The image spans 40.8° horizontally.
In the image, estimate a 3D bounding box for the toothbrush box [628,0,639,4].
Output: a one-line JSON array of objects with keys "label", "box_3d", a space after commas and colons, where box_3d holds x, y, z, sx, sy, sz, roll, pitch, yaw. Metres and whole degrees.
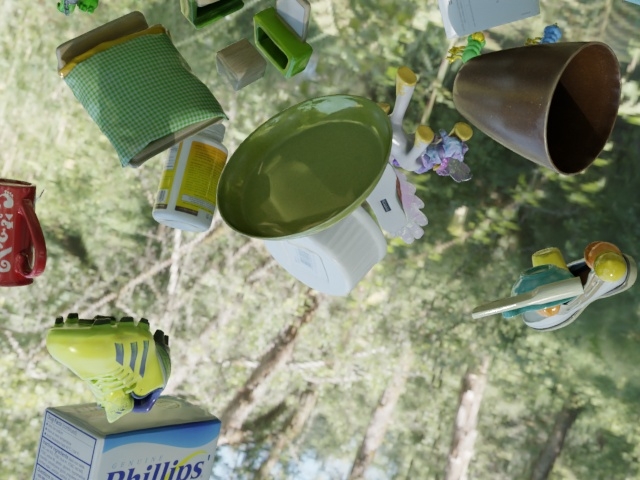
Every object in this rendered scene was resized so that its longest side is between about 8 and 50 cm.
[{"label": "toothbrush box", "box_3d": [0.661, -0.566, 1.643, 0.296, 0.126, 0.216, 18, 146, -3]}]

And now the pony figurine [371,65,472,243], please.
[{"label": "pony figurine", "box_3d": [0.212, -0.215, 2.092, 0.351, 0.303, 0.363, 43, 156, -4]}]

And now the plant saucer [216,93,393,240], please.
[{"label": "plant saucer", "box_3d": [-0.016, -0.086, 1.076, 0.241, 0.241, 0.037, 14, 150, 40]}]

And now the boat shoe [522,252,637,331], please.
[{"label": "boat shoe", "box_3d": [0.528, 0.103, 1.852, 0.103, 0.113, 0.302, 12, 144, -28]}]

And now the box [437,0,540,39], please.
[{"label": "box", "box_3d": [0.297, -0.498, 1.598, 0.182, 0.119, 0.181, -13, 128, 13]}]

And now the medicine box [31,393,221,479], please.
[{"label": "medicine box", "box_3d": [-0.329, 0.418, 1.423, 0.149, 0.289, 0.263, 17, -173, 36]}]

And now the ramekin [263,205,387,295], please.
[{"label": "ramekin", "box_3d": [0.000, 0.000, 1.935, 0.277, 0.135, 0.277, 31, 156, 15]}]

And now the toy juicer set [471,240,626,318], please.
[{"label": "toy juicer set", "box_3d": [0.428, 0.087, 1.513, 0.209, 0.089, 0.329, -13, -171, 37]}]

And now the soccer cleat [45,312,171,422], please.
[{"label": "soccer cleat", "box_3d": [-0.239, 0.153, 1.011, 0.093, 0.121, 0.289, 5, 168, 7]}]

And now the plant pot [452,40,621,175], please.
[{"label": "plant pot", "box_3d": [0.344, -0.241, 1.448, 0.230, 0.215, 0.215, 24, -178, 43]}]

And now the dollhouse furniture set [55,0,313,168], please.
[{"label": "dollhouse furniture set", "box_3d": [-0.179, -0.263, 1.117, 0.197, 0.301, 0.151, 50, 156, 18]}]

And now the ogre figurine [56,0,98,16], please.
[{"label": "ogre figurine", "box_3d": [-0.398, -0.494, 1.591, 0.197, 0.097, 0.118, -11, 153, -12]}]

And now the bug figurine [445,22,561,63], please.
[{"label": "bug figurine", "box_3d": [0.415, -0.451, 1.940, 0.279, 0.216, 0.072, 24, 157, -1]}]

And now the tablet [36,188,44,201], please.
[{"label": "tablet", "box_3d": [-0.639, -0.075, 1.899, 0.006, 0.083, 0.054, 38, -167, -19]}]

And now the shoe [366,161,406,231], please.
[{"label": "shoe", "box_3d": [0.100, -0.098, 1.455, 0.063, 0.081, 0.178, -18, 136, 8]}]

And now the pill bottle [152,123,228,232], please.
[{"label": "pill bottle", "box_3d": [-0.250, -0.131, 1.689, 0.117, 0.215, 0.117, 12, 170, 2]}]

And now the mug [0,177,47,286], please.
[{"label": "mug", "box_3d": [-0.515, -0.013, 1.449, 0.150, 0.169, 0.113, 9, -172, 3]}]
